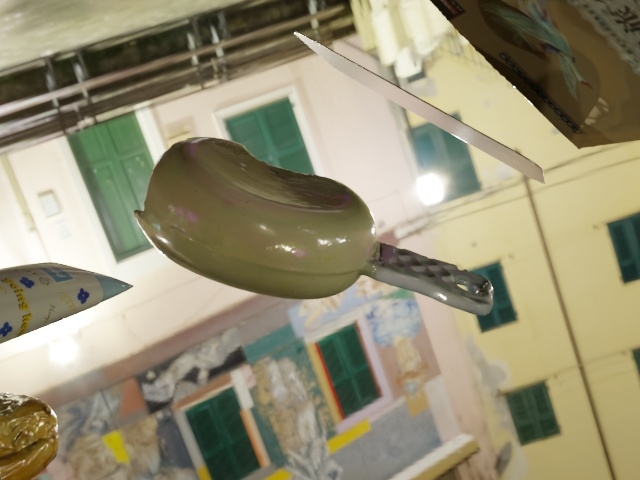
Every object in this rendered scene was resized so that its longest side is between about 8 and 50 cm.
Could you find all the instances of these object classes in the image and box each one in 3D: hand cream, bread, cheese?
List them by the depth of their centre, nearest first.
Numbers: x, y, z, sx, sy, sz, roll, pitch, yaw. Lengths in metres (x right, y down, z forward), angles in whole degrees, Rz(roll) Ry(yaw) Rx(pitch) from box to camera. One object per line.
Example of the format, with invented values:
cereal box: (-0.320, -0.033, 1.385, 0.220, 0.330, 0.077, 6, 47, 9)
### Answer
hand cream: (-0.183, 0.038, 0.471, 0.065, 0.043, 0.171, 12, -166, 25)
cheese: (0.000, 0.000, 0.677, 0.286, 0.082, 0.163, 19, -157, 1)
bread: (-0.351, 0.196, 0.837, 0.211, 0.083, 0.114, 0, -164, 44)

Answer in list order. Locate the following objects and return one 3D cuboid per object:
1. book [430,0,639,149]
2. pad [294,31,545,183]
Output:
book: (0.201, -0.151, 0.594, 0.021, 0.217, 0.310, -51, -167, -9)
pad: (0.101, -0.127, 0.830, 0.002, 0.266, 0.176, -60, 165, 6)
